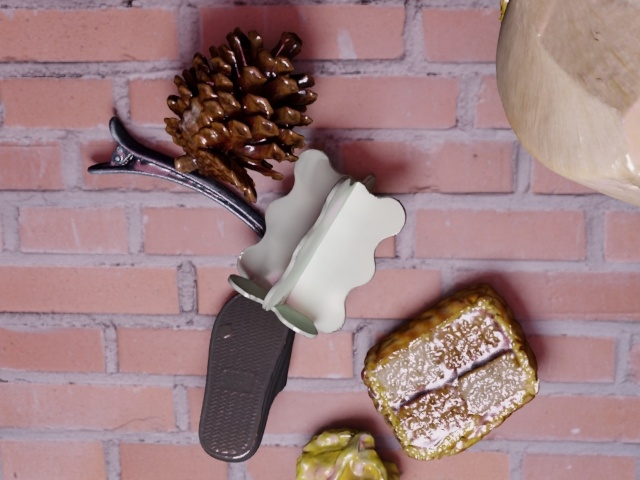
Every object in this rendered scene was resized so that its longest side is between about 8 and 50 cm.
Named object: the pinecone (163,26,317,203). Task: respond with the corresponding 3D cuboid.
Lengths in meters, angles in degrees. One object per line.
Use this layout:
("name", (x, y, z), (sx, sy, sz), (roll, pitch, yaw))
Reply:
("pinecone", (-0.093, -0.164, 1.532), (0.185, 0.168, 0.212), (39, 104, 11))

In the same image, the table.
("table", (0.000, 0.000, 1.566), (0.166, 0.166, 0.198), (31, 102, -2))

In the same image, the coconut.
("coconut", (0.373, -0.215, 1.336), (0.415, 0.415, 0.344), (41, 122, -5))

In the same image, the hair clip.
("hair clip", (-0.168, -0.067, 1.633), (0.275, 0.048, 0.083), (26, 102, -2))

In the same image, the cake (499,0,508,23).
("cake", (0.268, -0.339, 1.496), (0.116, 0.080, 0.185), (5, 101, 7))

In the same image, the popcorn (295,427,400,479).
("popcorn", (0.036, 0.321, 1.674), (0.125, 0.126, 0.145), (-41, 75, -10))

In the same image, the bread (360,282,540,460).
("bread", (0.175, 0.174, 1.632), (0.222, 0.096, 0.181), (-34, 99, 12))

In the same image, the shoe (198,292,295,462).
("shoe", (-0.098, 0.181, 1.665), (0.108, 0.093, 0.241), (10, 74, 12))
